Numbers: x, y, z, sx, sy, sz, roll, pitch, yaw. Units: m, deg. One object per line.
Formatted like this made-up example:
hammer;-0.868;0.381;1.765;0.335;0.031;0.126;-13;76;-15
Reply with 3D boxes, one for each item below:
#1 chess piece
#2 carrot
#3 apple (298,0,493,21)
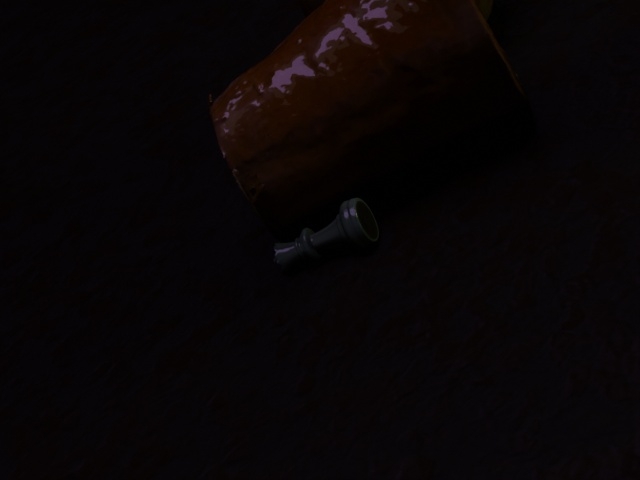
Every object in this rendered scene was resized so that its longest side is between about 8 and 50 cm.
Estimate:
chess piece;0.000;0.000;0.932;0.093;0.042;0.042;-25;28;24
carrot;0.033;-0.134;0.972;0.254;0.196;0.196;-31;28;9
apple;0.079;-0.271;1.131;0.211;0.188;0.211;-25;32;17
